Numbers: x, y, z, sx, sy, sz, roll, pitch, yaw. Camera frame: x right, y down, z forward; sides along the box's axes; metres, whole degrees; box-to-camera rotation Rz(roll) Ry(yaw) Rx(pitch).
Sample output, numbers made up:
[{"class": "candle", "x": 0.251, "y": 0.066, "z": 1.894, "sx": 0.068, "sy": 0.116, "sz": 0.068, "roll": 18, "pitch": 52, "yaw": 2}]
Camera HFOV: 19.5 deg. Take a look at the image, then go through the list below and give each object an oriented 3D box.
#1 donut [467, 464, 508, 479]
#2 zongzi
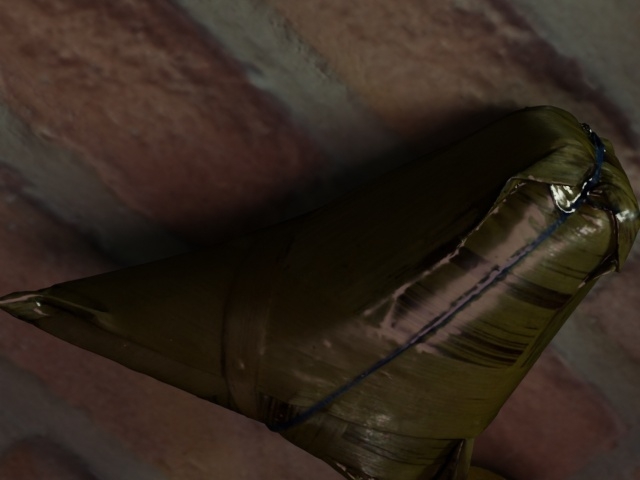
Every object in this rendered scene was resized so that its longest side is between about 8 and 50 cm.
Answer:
[{"class": "donut", "x": 0.087, "y": 0.211, "z": 1.234, "sx": 0.152, "sy": 0.058, "sz": 0.152, "roll": 0, "pitch": 126, "yaw": 1}, {"class": "zongzi", "x": 0.000, "y": 0.000, "z": 1.043, "sx": 0.289, "sy": 0.123, "sz": 0.260, "roll": 26, "pitch": 119, "yaw": -13}]
